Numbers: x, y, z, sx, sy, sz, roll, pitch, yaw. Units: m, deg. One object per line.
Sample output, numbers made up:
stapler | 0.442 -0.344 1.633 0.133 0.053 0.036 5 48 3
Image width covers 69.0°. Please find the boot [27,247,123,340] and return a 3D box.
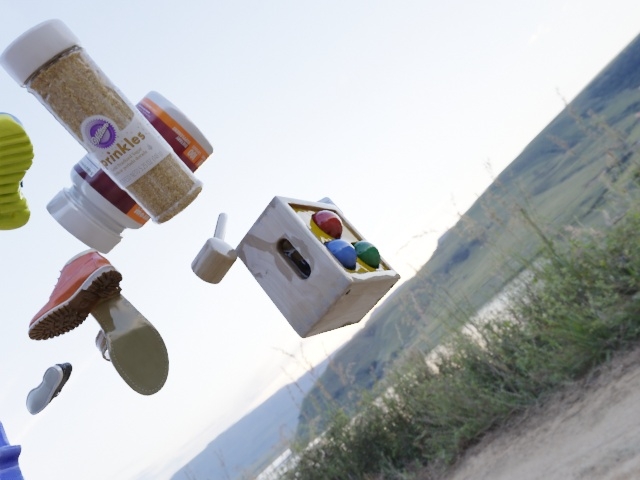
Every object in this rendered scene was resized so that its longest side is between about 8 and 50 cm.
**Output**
boot | -0.390 0.082 0.721 0.158 0.084 0.059 -44 -29 -12

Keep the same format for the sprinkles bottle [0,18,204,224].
sprinkles bottle | -0.362 -0.193 0.808 0.121 0.355 0.121 -32 24 16

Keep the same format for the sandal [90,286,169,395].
sandal | -0.338 0.158 0.782 0.088 0.240 0.079 -28 -11 -43

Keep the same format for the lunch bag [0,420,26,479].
lunch bag | -0.507 0.408 0.660 0.138 0.221 0.293 20 -78 -52

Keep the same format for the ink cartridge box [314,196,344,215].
ink cartridge box | 0.000 0.000 0.956 0.109 0.063 0.150 -31 -40 -10

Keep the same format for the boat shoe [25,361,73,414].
boat shoe | -0.506 0.275 0.869 0.125 0.046 0.038 -54 -12 15

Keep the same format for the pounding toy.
pounding toy | -0.034 0.003 0.494 0.094 0.181 0.206 -50 -25 20

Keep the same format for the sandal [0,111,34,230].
sandal | -0.759 -0.171 1.092 0.126 0.138 0.317 -11 -35 -45

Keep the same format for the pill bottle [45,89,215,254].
pill bottle | -0.482 -0.169 1.194 0.392 0.224 0.224 -48 -14 -6
